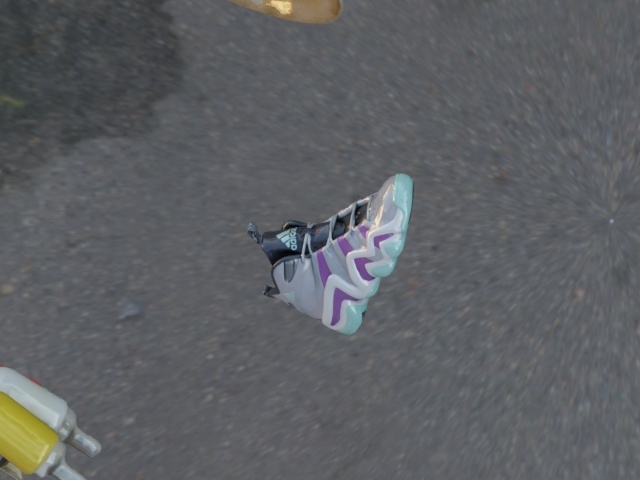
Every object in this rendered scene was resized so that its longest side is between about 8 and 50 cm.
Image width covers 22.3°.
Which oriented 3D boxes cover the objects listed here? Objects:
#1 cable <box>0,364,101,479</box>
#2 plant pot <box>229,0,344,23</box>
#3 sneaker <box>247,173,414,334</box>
[{"bbox_3d":[-0.267,0.063,1.038,0.072,0.139,0.287,-47,114,2],"label":"cable"},{"bbox_3d":[-0.086,-0.191,0.883,0.236,0.236,0.032,26,84,9],"label":"plant pot"},{"bbox_3d":[0.000,0.000,0.759,0.069,0.038,0.098,20,128,-7],"label":"sneaker"}]
